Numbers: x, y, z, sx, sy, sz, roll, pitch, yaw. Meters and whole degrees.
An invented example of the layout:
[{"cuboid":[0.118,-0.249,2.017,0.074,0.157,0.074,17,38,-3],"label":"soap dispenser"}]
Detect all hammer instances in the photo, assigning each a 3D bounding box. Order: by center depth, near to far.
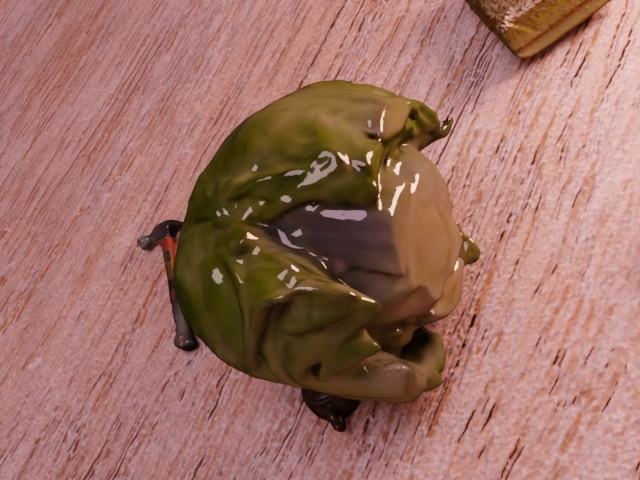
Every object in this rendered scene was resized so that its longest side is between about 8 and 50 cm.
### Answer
[{"cuboid":[-0.254,0.074,1.468,0.111,0.033,0.287,-31,48,15],"label":"hammer"}]

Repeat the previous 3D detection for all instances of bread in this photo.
[{"cuboid":[0.330,-0.411,1.341,0.184,0.110,0.234,-36,45,13],"label":"bread"}]

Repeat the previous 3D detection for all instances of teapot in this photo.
[{"cuboid":[0.010,0.212,1.169,0.076,0.068,0.121,-30,48,14],"label":"teapot"}]

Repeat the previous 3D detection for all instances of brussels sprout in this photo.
[{"cuboid":[-0.011,0.006,1.137,0.361,0.342,0.425,-8,55,34],"label":"brussels sprout"}]
